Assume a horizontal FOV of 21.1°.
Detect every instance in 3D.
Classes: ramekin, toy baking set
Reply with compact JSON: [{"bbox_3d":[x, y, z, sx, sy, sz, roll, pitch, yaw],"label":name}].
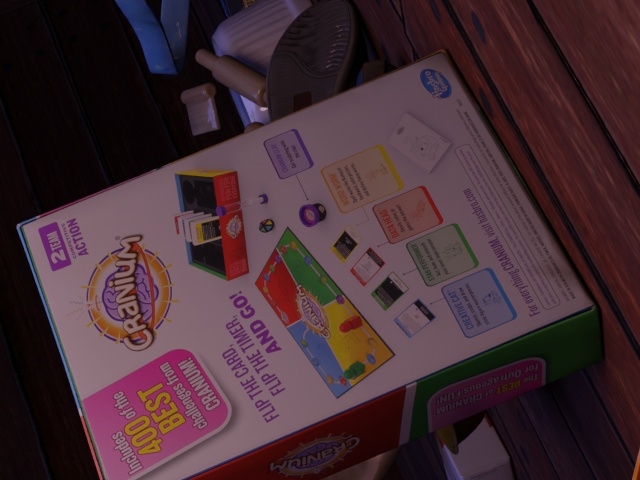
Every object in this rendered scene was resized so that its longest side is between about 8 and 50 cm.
[{"bbox_3d":[-0.038,-0.165,1.862,0.207,0.109,0.207,158,90,-87],"label":"ramekin"},{"bbox_3d":[-0.060,-0.085,1.759,0.256,0.030,0.197,29,134,47],"label":"toy baking set"}]

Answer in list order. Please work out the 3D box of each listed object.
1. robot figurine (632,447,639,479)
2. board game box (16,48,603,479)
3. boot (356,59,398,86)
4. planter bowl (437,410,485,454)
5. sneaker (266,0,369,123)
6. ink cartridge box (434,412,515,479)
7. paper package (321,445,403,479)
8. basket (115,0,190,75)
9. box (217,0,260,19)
[{"bbox_3d":[0.193,0.160,0.713,0.291,0.085,0.211,72,173,-52],"label":"robot figurine"},{"bbox_3d":[-0.014,0.032,1.109,0.064,0.316,0.242,73,174,-53],"label":"board game box"},{"bbox_3d":[0.072,-0.062,1.415,0.219,0.082,0.106,52,-141,-66],"label":"boot"},{"bbox_3d":[0.099,0.047,1.318,0.217,0.090,0.217,156,90,-86],"label":"planter bowl"},{"bbox_3d":[0.012,-0.097,1.499,0.118,0.083,0.222,47,-138,-49],"label":"sneaker"},{"bbox_3d":[0.164,0.240,1.785,0.135,0.056,0.099,72,175,-45],"label":"ink cartridge box"},{"bbox_3d":[-0.043,0.136,1.902,0.324,0.168,0.309,35,-172,5],"label":"paper package"},{"bbox_3d":[-0.120,-0.294,1.331,0.255,0.201,0.289,87,-168,-81],"label":"basket"},{"bbox_3d":[-0.137,-0.415,2.069,0.293,0.073,0.296,-119,8,-54],"label":"box"}]
